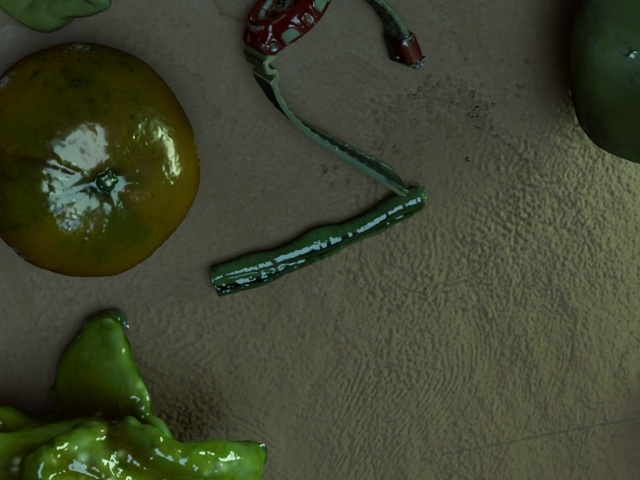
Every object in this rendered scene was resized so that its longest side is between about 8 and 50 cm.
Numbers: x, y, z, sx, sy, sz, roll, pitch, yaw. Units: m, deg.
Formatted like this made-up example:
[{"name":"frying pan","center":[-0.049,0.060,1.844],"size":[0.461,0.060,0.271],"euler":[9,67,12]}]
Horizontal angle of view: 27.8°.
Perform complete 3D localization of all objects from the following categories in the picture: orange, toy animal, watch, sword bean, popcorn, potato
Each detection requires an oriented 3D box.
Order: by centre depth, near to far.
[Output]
[{"name":"toy animal","center":[-0.321,-0.272,1.276],"size":[0.219,0.103,0.101],"euler":[25,123,-26]},{"name":"orange","center":[-0.235,-0.079,1.305],"size":[0.240,0.171,0.240],"euler":[-4,102,-18]},{"name":"popcorn","center":[-0.222,0.272,1.375],"size":[0.326,0.290,0.321],"euler":[-2,112,4]},{"name":"watch","center":[0.037,-0.179,1.410],"size":[0.268,0.102,0.164],"euler":[33,94,-31]},{"name":"potato","center":[0.399,-0.238,1.412],"size":[0.326,0.221,0.243],"euler":[-54,147,8]},{"name":"sword bean","center":[0.001,0.000,1.480],"size":[0.269,0.038,0.043],"euler":[-23,138,-8]}]
